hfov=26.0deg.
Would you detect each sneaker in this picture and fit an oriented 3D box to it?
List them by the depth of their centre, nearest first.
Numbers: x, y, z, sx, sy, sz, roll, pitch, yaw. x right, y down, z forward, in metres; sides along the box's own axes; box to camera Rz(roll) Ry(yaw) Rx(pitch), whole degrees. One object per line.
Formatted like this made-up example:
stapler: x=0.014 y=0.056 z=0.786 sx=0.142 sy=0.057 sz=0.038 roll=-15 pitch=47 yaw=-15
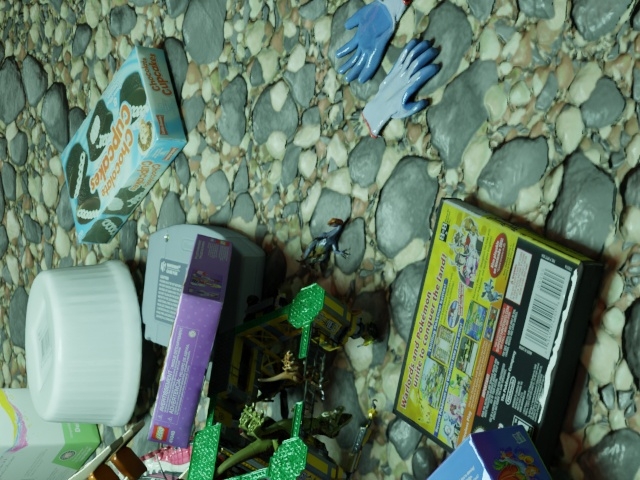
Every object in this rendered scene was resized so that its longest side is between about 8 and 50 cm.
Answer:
sneaker: x=-0.200 y=0.352 z=2.031 sx=0.299 sy=0.120 sz=0.112 roll=-24 pitch=85 yaw=56

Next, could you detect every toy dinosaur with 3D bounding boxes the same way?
toy dinosaur: x=0.000 y=0.000 z=1.838 sx=0.082 sy=0.047 sz=0.090 roll=-58 pitch=30 yaw=8

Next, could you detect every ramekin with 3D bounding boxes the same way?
ramekin: x=-0.393 y=0.170 z=2.266 sx=0.277 sy=0.135 sz=0.277 roll=179 pitch=90 yaw=-66

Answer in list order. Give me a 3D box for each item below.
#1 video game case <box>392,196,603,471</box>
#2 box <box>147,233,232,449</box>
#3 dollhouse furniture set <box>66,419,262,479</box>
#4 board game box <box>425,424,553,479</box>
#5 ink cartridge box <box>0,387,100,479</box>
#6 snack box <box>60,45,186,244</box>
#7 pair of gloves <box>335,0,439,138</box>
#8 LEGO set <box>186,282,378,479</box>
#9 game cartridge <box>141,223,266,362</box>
video game case: x=0.190 y=0.116 z=1.554 sx=0.248 sy=0.035 sz=0.275 roll=30 pitch=112 yaw=52
box: x=-0.170 y=0.125 z=1.846 sx=0.293 sy=0.057 sz=0.201 roll=-95 pitch=19 yaw=-76
dollhouse furniture set: x=-0.163 y=0.342 z=1.784 sx=0.135 sy=0.259 sz=0.262 roll=-41 pitch=87 yaw=16
board game box: x=0.155 y=0.391 z=1.504 sx=0.347 sy=0.078 sz=0.233 roll=-55 pitch=50 yaw=42
ink cartridge box: x=-0.586 y=0.348 z=2.379 sx=0.207 sy=0.353 sz=0.119 roll=-49 pitch=49 yaw=41
snack box: x=-0.335 y=-0.153 z=2.319 sx=0.322 sy=0.060 sz=0.187 roll=-46 pitch=52 yaw=43
pair of gloves: x=0.082 y=-0.227 z=1.753 sx=0.159 sy=0.023 sz=0.198 roll=-50 pitch=48 yaw=41
LEGO set: x=-0.020 y=0.236 z=1.748 sx=0.255 sy=0.192 sz=0.331 roll=-30 pitch=41 yaw=29
game cartridge: x=-0.177 y=0.074 z=2.077 sx=0.294 sy=0.060 sz=0.196 roll=11 pitch=100 yaw=55
